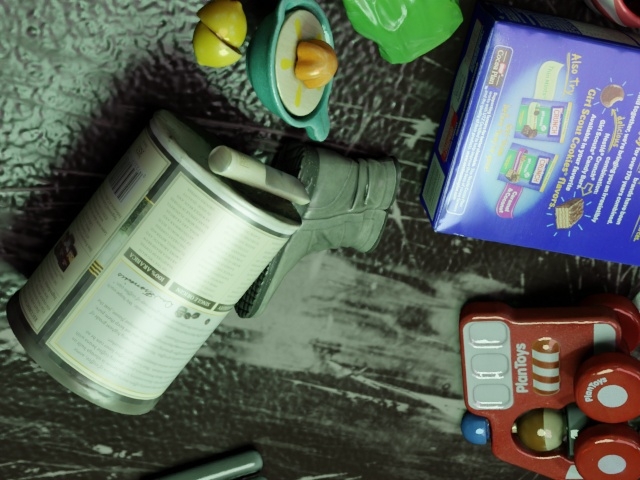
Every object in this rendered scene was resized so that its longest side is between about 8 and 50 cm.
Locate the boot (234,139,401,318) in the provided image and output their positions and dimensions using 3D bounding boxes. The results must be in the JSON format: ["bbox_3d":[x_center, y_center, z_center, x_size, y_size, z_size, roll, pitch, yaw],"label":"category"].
[{"bbox_3d":[0.000,0.000,1.362,0.161,0.083,0.246,11,115,-31],"label":"boot"}]

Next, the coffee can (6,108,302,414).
[{"bbox_3d":[-0.182,0.024,1.232,0.202,0.201,0.275,33,103,-31],"label":"coffee can"}]

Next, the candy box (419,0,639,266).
[{"bbox_3d":[0.310,-0.121,1.342,0.317,0.122,0.268,11,115,-8],"label":"candy box"}]

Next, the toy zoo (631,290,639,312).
[{"bbox_3d":[0.557,0.051,1.577,0.192,0.030,0.293,4,134,-26],"label":"toy zoo"}]

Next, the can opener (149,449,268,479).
[{"bbox_3d":[-0.209,0.361,1.504,0.284,0.076,0.095,-15,154,-12],"label":"can opener"}]

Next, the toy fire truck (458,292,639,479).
[{"bbox_3d":[0.322,0.212,1.564,0.254,0.169,0.302,0,124,11],"label":"toy fire truck"}]

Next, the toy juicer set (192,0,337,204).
[{"bbox_3d":[-0.043,-0.177,1.137,0.209,0.090,0.328,-24,117,-59],"label":"toy juicer set"}]

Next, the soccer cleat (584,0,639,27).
[{"bbox_3d":[0.327,-0.383,1.239,0.109,0.116,0.318,-25,123,-5],"label":"soccer cleat"}]

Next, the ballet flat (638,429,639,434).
[{"bbox_3d":[0.570,0.278,1.733,0.222,0.077,0.079,-13,103,-19],"label":"ballet flat"}]

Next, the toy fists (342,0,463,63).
[{"bbox_3d":[0.144,-0.322,1.222,0.279,0.096,0.142,-33,139,0],"label":"toy fists"}]
